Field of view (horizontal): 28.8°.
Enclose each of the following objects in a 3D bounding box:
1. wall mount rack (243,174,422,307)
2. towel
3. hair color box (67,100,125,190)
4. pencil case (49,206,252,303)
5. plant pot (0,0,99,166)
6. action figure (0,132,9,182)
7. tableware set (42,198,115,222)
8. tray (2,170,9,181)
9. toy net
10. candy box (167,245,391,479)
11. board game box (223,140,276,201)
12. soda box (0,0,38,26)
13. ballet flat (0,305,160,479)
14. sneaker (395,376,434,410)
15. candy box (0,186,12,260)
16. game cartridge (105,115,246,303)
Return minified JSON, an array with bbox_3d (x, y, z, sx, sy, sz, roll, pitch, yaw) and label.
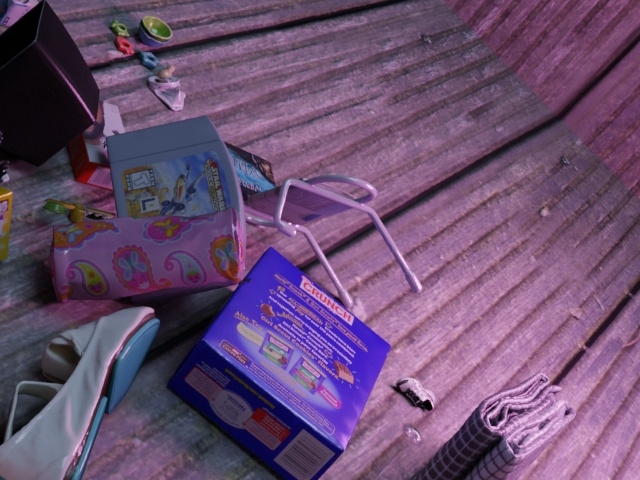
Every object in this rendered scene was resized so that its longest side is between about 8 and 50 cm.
[{"bbox_3d":[0.000,0.000,2.121,0.304,0.350,0.131,21,70,-29],"label":"wall mount rack"},{"bbox_3d":[0.270,0.339,2.010,0.121,0.235,0.283,45,29,16],"label":"towel"},{"bbox_3d":[-0.373,-0.164,2.082,0.093,0.053,0.167,14,39,-38],"label":"hair color box"},{"bbox_3d":[-0.248,0.022,1.804,0.284,0.124,0.124,-6,46,-9],"label":"pencil case"},{"bbox_3d":[-0.448,-0.231,1.945,0.167,0.187,0.188,47,15,-26],"label":"plant pot"},{"bbox_3d":[-0.565,-0.166,1.712,0.275,0.141,0.164,24,36,-34],"label":"action figure"},{"bbox_3d":[-0.366,-0.040,1.881,0.104,0.024,0.154,16,3,-6],"label":"tableware set"},{"bbox_3d":[-0.586,-0.112,1.786,0.145,0.030,0.270,50,31,13],"label":"tray"},{"bbox_3d":[-0.319,-0.346,2.390,0.122,0.045,0.232,9,43,-44],"label":"toy net"},{"bbox_3d":[-0.053,0.191,1.930,0.268,0.122,0.317,39,31,-3],"label":"candy box"},{"bbox_3d":[-0.166,-0.132,2.312,0.186,0.026,0.126,23,36,-31],"label":"board game box"},{"bbox_3d":[-0.572,-0.464,2.232,0.063,0.058,0.183,1,48,-49],"label":"soda box"},{"bbox_3d":[-0.322,0.192,1.624,0.139,0.139,0.400,36,31,-10],"label":"ballet flat"},{"bbox_3d":[0.168,0.269,2.179,0.083,0.032,0.037,30,32,-20],"label":"sneaker"},{"bbox_3d":[-0.493,0.001,1.677,0.027,0.105,0.206,21,24,21],"label":"candy box"},{"bbox_3d":[-0.221,-0.056,1.954,0.062,0.198,0.297,73,3,-64],"label":"game cartridge"}]
